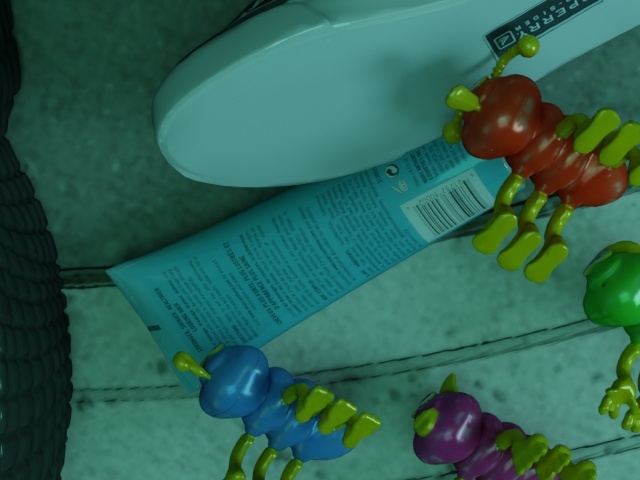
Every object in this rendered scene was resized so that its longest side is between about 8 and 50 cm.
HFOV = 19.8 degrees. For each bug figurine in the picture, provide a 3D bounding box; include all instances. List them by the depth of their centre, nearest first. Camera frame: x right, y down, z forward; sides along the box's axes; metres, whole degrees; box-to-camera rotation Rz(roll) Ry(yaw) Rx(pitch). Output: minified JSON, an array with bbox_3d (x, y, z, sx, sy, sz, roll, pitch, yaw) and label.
[{"bbox_3d":[0.077,0.044,0.870,0.216,0.072,0.279,34,117,-24],"label":"bug figurine"}]

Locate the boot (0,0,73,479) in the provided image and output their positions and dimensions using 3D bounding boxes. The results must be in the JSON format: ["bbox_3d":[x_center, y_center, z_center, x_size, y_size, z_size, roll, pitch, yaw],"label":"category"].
[{"bbox_3d":[-0.252,0.004,0.901,0.222,0.118,0.338,-7,92,8],"label":"boot"}]

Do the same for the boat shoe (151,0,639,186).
[{"bbox_3d":[0.055,-0.127,0.845,0.301,0.102,0.108,-27,143,8],"label":"boat shoe"}]

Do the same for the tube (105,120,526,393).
[{"bbox_3d":[0.000,0.000,0.906,0.207,0.052,0.080,-29,104,13],"label":"tube"}]
